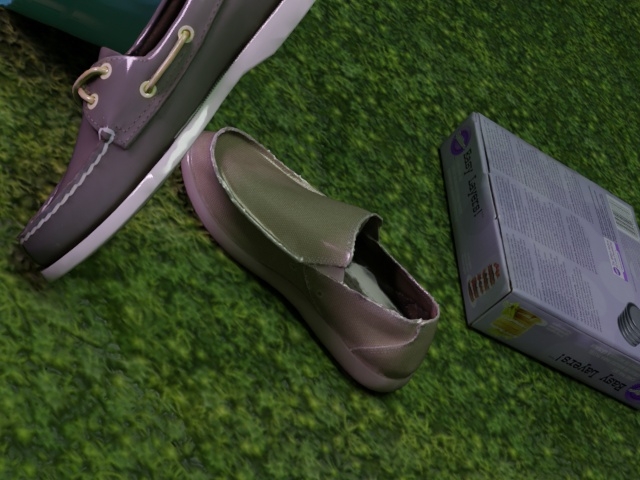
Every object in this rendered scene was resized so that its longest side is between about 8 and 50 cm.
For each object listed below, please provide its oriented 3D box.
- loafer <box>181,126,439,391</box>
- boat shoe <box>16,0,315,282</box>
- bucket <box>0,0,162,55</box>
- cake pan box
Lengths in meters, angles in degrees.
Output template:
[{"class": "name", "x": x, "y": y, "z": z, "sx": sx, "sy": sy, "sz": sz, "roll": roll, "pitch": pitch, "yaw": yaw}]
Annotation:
[{"class": "loafer", "x": 0.000, "y": 0.000, "z": 1.089, "sx": 0.268, "sy": 0.092, "sz": 0.102, "roll": 46, "pitch": 34, "yaw": -2}, {"class": "boat shoe", "x": -0.117, "y": -0.108, "z": 0.933, "sx": 0.091, "sy": 0.305, "sz": 0.109, "roll": 41, "pitch": -7, "yaw": -18}, {"class": "bucket", "x": -0.138, "y": -0.276, "z": 1.067, "sx": 0.183, "sy": 0.281, "sz": 0.281, "roll": 15, "pitch": 45, "yaw": -27}, {"class": "cake pan box", "x": 0.242, "y": 0.015, "z": 1.364, "sx": 0.245, "sy": 0.070, "sz": 0.267, "roll": 27, "pitch": 39, "yaw": -30}]
